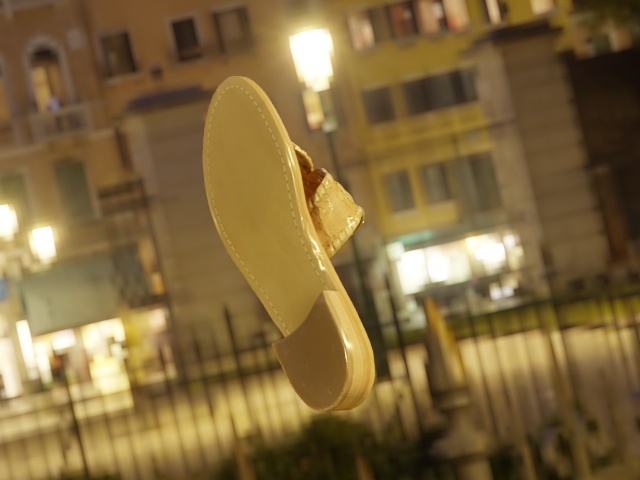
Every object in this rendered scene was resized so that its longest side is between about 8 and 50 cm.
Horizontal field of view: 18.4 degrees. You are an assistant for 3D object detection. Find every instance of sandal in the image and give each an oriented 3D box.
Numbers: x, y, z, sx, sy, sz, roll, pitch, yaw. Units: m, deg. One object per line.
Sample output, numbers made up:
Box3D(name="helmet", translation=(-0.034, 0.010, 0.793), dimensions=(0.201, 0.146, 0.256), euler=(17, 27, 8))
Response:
Box3D(name="sandal", translation=(-0.004, 0.003, 1.295), dimensions=(0.079, 0.240, 0.088), euler=(2, -33, -41))
